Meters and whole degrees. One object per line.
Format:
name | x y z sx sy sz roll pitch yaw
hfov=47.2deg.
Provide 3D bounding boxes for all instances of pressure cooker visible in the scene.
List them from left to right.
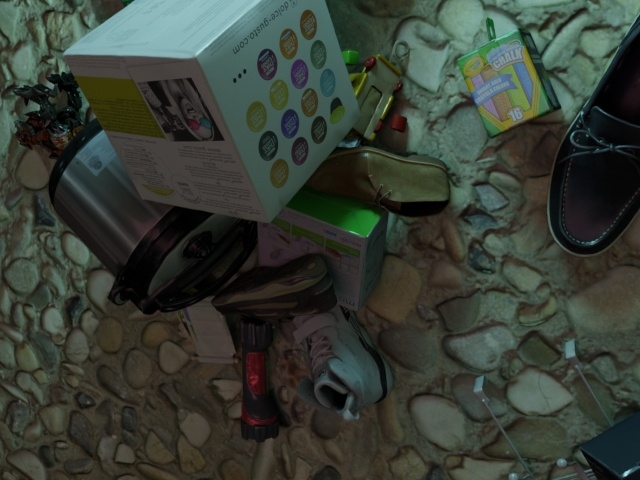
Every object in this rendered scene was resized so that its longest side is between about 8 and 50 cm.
pressure cooker | -0.351 -0.057 1.651 0.420 0.375 0.370 44 124 12

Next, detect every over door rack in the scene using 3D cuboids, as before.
over door rack | 0.487 0.405 1.524 0.239 0.108 0.324 -28 89 27

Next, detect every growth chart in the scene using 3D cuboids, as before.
growth chart | -0.289 0.226 1.854 0.172 0.021 0.237 7 126 21

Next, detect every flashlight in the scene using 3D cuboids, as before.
flashlight | -0.152 0.340 1.815 0.103 0.103 0.304 1 103 -2

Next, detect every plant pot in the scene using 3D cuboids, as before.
plant pot | -0.315 0.124 1.856 0.083 0.083 0.079 41 127 11

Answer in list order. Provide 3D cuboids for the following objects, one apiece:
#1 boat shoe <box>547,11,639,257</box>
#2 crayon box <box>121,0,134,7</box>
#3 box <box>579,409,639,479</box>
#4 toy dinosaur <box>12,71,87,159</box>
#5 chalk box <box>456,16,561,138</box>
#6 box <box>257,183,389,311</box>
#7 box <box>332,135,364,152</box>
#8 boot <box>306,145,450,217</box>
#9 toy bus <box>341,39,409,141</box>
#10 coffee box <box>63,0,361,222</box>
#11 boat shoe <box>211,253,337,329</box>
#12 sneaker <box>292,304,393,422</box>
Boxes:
boat shoe | 0.546 -0.193 1.330 0.186 0.156 0.500 26 113 16
crayon box | -0.380 -0.707 1.684 0.318 0.081 0.202 -37 85 27
box | 0.718 0.491 1.317 0.293 0.212 0.395 -30 89 -1
toy dinosaur | -0.668 -0.312 1.902 0.321 0.164 0.218 -5 115 8
chalk box | 0.352 -0.321 1.403 0.132 0.132 0.213 -24 90 28
box | 0.000 0.000 1.601 0.262 0.127 0.231 21 137 20
box | 0.013 -0.150 1.600 0.190 0.045 0.184 7 142 24
boot | 0.118 -0.112 1.489 0.305 0.115 0.112 2 140 -7
toy bus | 0.090 -0.307 1.540 0.104 0.202 0.191 13 118 54
coffee box | -0.181 -0.277 1.346 0.338 0.338 0.334 10 137 35
boat shoe | -0.107 0.133 1.601 0.355 0.132 0.130 -15 109 47
sneaker | 0.007 0.238 1.651 0.137 0.210 0.366 -40 84 27
